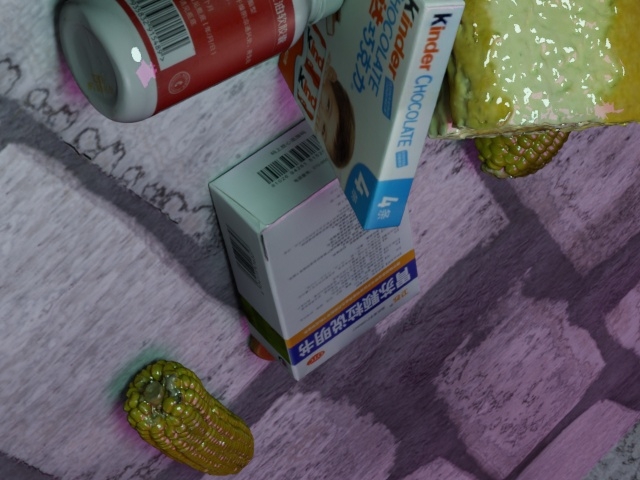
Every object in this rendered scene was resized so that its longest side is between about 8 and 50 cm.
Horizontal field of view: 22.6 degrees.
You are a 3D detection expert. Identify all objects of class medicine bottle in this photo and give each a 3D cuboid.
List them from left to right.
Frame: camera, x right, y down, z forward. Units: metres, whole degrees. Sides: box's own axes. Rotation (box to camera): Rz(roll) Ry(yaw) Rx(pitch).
[{"bbox_3d":[-0.106,-0.209,1.467,0.250,0.131,0.131,-29,147,-27],"label":"medicine bottle"}]

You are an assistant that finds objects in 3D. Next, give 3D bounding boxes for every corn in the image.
[{"bbox_3d":[-0.156,0.235,1.999,0.102,0.102,0.313,-43,151,-5],"label":"corn"},{"bbox_3d":[0.308,-0.231,1.992,0.120,0.120,0.363,11,115,-56],"label":"corn"}]

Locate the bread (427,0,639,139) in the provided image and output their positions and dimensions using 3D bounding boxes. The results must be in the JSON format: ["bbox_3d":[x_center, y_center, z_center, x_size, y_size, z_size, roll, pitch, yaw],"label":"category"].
[{"bbox_3d":[0.202,-0.286,1.492,0.237,0.165,0.375,-8,93,-19],"label":"bread"}]

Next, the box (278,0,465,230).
[{"bbox_3d":[0.039,-0.195,1.541,0.048,0.265,0.273,-7,136,-22],"label":"box"}]

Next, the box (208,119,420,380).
[{"bbox_3d":[0.000,0.000,1.877,0.200,0.106,0.299,-35,146,-18],"label":"box"}]

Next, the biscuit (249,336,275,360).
[{"bbox_3d":[-0.043,0.093,2.041,0.140,0.023,0.118,-52,147,11],"label":"biscuit"}]
